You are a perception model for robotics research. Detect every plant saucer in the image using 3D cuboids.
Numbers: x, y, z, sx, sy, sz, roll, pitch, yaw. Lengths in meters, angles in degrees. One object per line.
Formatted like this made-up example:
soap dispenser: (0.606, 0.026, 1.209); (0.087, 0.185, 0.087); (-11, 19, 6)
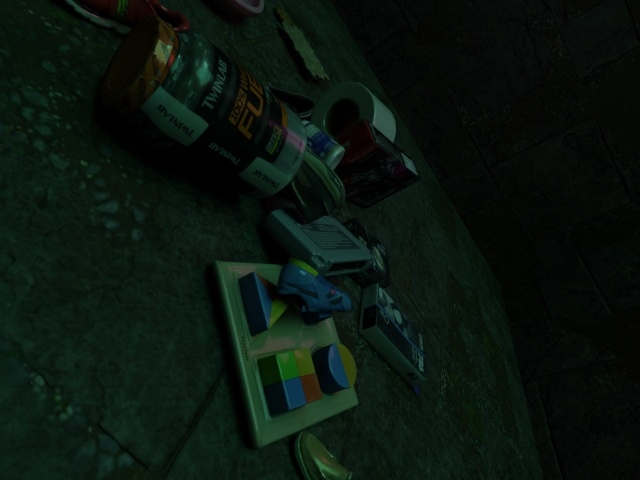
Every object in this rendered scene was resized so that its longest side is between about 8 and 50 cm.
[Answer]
plant saucer: (-0.309, -0.806, 1.234); (0.332, 0.084, 0.331); (41, 33, -35)

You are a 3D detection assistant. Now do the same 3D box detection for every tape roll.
tape roll: (0.110, -0.384, 1.406); (0.169, 0.246, 0.245); (13, 55, -57)

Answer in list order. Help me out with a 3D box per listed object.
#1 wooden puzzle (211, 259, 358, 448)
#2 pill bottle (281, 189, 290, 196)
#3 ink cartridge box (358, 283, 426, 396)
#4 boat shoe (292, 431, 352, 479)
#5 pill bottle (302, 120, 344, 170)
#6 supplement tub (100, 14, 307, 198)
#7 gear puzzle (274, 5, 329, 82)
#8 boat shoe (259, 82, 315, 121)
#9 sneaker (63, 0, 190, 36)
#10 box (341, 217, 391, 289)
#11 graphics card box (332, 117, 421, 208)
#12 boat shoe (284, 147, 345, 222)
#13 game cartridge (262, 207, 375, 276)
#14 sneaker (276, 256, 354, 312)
wooden puzzle: (-0.040, 0.187, 0.814); (0.348, 0.081, 0.321); (12, 55, -57)
pill bottle: (-0.057, -0.143, 1.093); (0.120, 0.067, 0.066); (3, 64, -60)
ink cartridge box: (0.229, 0.292, 1.208); (0.332, 0.065, 0.165); (49, 30, -26)
boat shoe: (0.024, 0.414, 0.730); (0.189, 0.072, 0.068); (59, 28, -7)
pill bottle: (-0.038, -0.261, 1.140); (0.187, 0.112, 0.112); (38, 27, 6)
supplement tub: (-0.200, -0.230, 0.772); (0.338, 0.207, 0.206); (27, 44, -48)
gear puzzle: (-0.093, -0.765, 1.624); (0.338, 0.044, 0.175); (60, 29, 0)
boat shoe: (-0.126, -0.390, 1.164); (0.335, 0.096, 0.112); (-16, 81, -63)
sneaker: (-0.370, -0.461, 0.780); (0.279, 0.119, 0.107); (12, 55, -57)
box: (0.125, 0.046, 1.228); (0.180, 0.078, 0.147); (42, 34, -34)
graphics card box: (0.145, -0.229, 1.340); (0.371, 0.233, 0.094); (16, 51, -56)
boat shoe: (-0.094, -0.184, 0.973); (0.355, 0.130, 0.132); (47, -10, 22)
game cartridge: (0.000, 0.000, 0.998); (0.198, 0.062, 0.297); (40, 18, 25)
sneaker: (-0.011, 0.109, 0.805); (0.209, 0.069, 0.082); (40, 69, -45)
